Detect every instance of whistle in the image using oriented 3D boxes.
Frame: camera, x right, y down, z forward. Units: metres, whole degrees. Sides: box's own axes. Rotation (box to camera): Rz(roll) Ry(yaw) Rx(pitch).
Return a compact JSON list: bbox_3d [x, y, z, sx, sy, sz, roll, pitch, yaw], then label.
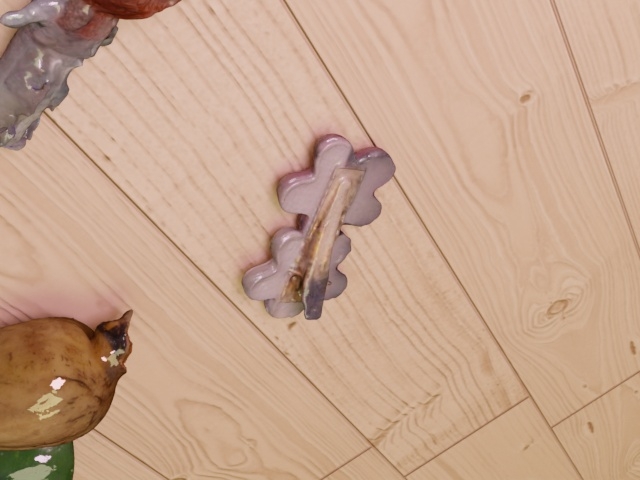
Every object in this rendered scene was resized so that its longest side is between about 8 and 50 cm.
[{"bbox_3d":[-0.179,-0.209,0.642,0.134,0.142,0.346,40,114,-13],"label":"whistle"}]

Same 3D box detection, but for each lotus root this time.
[{"bbox_3d":[-0.319,0.159,0.851,0.257,0.140,0.154,-13,170,0],"label":"lotus root"}]

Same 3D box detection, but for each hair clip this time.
[{"bbox_3d":[-0.003,-0.005,0.905,0.146,0.075,0.257,5,116,-29],"label":"hair clip"}]

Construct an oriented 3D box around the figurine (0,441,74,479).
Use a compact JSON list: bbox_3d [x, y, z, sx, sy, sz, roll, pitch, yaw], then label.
[{"bbox_3d":[-0.422,0.285,0.921,0.234,0.127,0.185,-2,141,-33],"label":"figurine"}]
